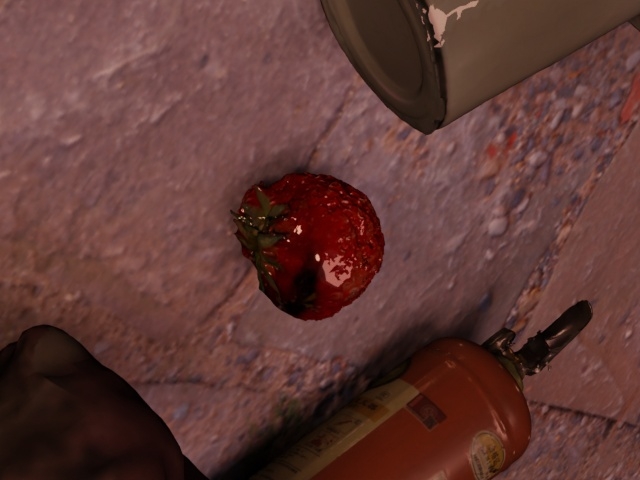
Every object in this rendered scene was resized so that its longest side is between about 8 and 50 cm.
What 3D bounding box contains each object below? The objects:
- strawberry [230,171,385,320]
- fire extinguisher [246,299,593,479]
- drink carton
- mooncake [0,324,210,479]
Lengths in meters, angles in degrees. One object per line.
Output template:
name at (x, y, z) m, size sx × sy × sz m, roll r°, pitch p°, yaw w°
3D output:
strawberry at (0.000, 0.001, 1.133) m, size 0.106 × 0.106 × 0.106 m, roll -29°, pitch 139°, yaw -29°
fire extinguisher at (0.041, 0.174, 1.353) m, size 0.376 × 0.113 × 0.200 m, roll -34°, pitch -176°, yaw -21°
drink carton at (0.102, -0.177, 1.043) m, size 0.189 × 0.185 × 0.191 m, roll -27°, pitch 141°, yaw -14°
mooncake at (-0.210, 0.252, 0.984) m, size 0.381 × 0.212 × 0.351 m, roll -37°, pitch 133°, yaw -26°
